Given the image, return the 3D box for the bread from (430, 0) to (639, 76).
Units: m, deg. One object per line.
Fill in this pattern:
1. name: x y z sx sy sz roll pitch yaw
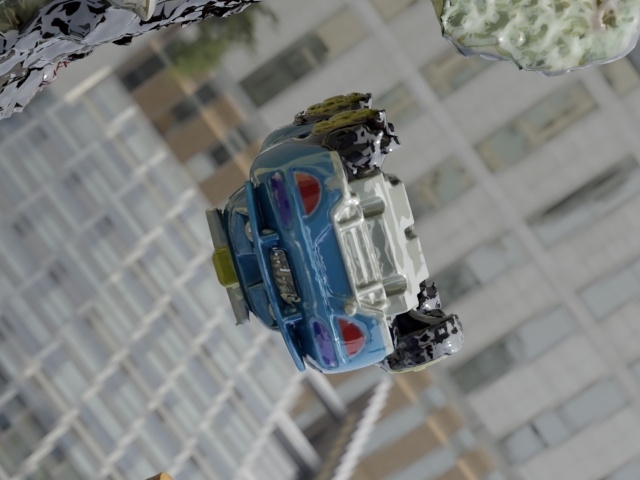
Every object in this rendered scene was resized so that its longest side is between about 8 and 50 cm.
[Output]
1. bread: 0.187 -0.359 1.583 0.395 0.239 0.264 -65 -148 17

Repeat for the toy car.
1. toy car: 0.000 0.000 1.468 0.166 0.198 0.314 -15 -171 0

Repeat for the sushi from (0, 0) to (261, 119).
1. sushi: -0.120 -0.151 0.851 0.343 0.196 0.182 -18 161 -3

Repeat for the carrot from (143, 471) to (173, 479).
1. carrot: -0.187 0.210 1.225 0.210 0.061 0.061 -20 -169 5
